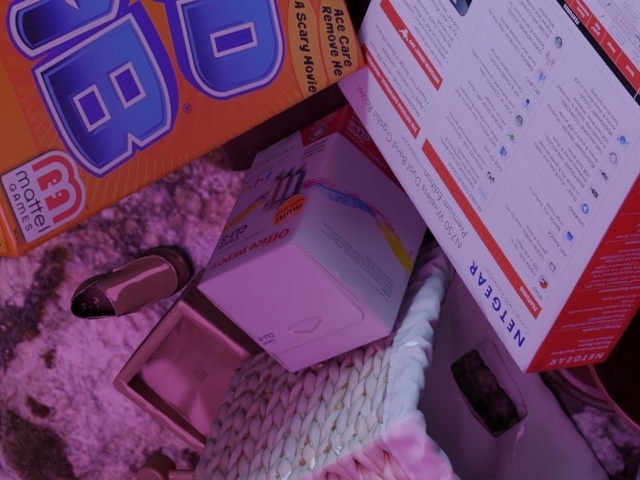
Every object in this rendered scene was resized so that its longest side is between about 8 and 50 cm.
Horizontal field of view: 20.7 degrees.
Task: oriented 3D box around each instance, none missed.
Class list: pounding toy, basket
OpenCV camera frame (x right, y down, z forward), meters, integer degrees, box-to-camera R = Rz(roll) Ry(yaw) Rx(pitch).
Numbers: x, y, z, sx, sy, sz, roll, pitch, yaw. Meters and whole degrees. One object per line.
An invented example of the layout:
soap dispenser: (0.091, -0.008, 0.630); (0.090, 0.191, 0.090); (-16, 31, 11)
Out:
pounding toy: (-0.114, 0.165, 1.777); (0.181, 0.094, 0.206); (38, 115, -4)
basket: (0.076, 0.239, 1.562); (0.266, 0.331, 0.328); (-28, 110, 22)

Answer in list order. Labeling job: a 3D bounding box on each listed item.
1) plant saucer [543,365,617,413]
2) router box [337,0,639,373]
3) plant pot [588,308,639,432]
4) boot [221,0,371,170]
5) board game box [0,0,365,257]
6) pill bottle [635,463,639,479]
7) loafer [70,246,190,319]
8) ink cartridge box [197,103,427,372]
plant saucer: (0.273, 0.082, 1.607); (0.199, 0.036, 0.198); (10, 119, 18)
router box: (0.159, -0.125, 1.308); (0.335, 0.082, 0.301); (60, 142, 35)
plant pot: (0.344, 0.031, 1.433); (0.215, 0.230, 0.215); (10, 118, 18)
boot: (-0.012, -0.167, 1.572); (0.207, 0.090, 0.248); (2, 119, 21)
board game box: (-0.251, -0.232, 1.415); (0.356, 0.356, 0.356); (6, 121, 52)
pill bottle: (0.361, 0.230, 1.569); (0.160, 0.160, 0.283); (17, 120, 15)
loafer: (-0.196, 0.052, 1.787); (0.148, 0.050, 0.056); (-24, 104, 31)
ink cartridge box: (0.000, 0.000, 1.530); (0.128, 0.176, 0.127); (-25, 122, 40)
